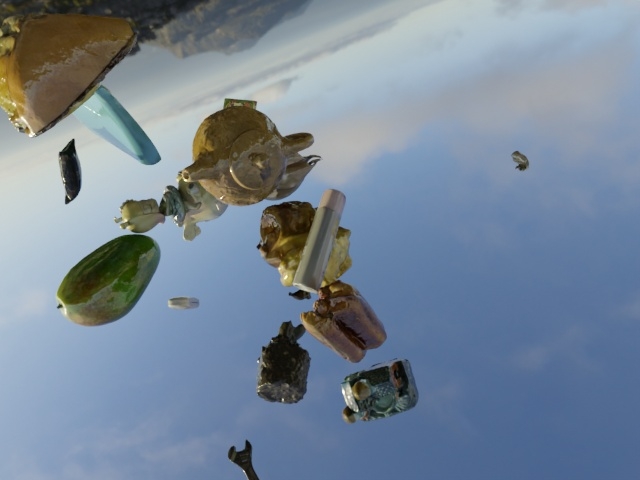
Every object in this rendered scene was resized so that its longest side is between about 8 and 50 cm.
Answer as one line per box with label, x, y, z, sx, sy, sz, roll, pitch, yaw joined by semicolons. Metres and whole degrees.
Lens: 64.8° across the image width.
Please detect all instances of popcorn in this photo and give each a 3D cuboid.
popcorn;-0.047;0.006;1.517;0.281;0.315;0.297;-52;-178;34

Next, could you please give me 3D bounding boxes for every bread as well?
bread;-0.455;-0.306;0.865;0.204;0.162;0.262;21;-107;41

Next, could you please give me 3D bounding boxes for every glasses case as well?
glasses case;-0.405;0.187;1.504;0.063;0.041;0.164;-3;171;-1

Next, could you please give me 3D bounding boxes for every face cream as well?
face cream;0.000;0.000;1.327;0.073;0.269;0.107;17;166;-2

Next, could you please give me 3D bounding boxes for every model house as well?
model house;0.169;0.517;1.687;0.253;0.185;0.291;-21;165;21

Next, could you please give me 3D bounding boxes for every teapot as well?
teapot;-0.140;-0.173;1.037;0.311;0.204;0.167;-21;-156;-29

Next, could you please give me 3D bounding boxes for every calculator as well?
calculator;-0.525;-0.308;1.198;0.054;0.256;0.386;-56;170;-16

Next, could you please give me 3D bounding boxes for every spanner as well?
spanner;-0.206;0.782;1.629;0.087;0.024;0.316;-37;-132;-9

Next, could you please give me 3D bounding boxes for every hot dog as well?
hot dog;0.064;0.208;1.303;0.158;0.349;0.117;-39;-126;1

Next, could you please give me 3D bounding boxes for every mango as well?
mango;-0.667;0.123;1.640;0.201;0.225;0.382;-16;-156;48

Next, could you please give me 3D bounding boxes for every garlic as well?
garlic;-0.148;-0.246;1.619;0.291;0.237;0.210;12;-123;-8

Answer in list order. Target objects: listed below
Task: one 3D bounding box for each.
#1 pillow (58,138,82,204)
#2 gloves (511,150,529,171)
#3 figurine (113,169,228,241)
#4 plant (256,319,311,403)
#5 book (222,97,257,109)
pillow;-0.641;-0.176;1.297;0.048;0.150;0.090;-5;-147;-20
gloves;0.540;-0.219;1.367;0.037;0.044;0.081;-12;-120;10
figurine;-0.505;-0.101;1.753;0.394;0.275;0.226;-21;-143;-29
plant;-0.150;0.488;2.063;0.213;0.215;0.312;7;-128;-10
book;-0.331;-0.380;1.937;0.018;0.323;0.228;2;-167;-40
